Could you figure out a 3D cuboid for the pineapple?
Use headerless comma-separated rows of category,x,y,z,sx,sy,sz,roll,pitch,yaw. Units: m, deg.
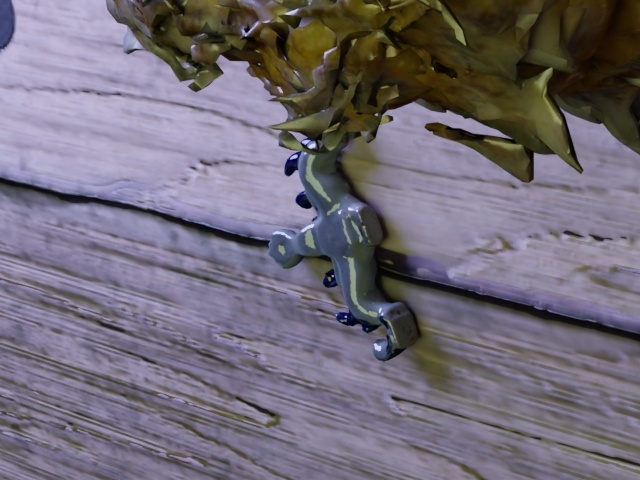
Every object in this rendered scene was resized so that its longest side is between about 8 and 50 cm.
pineapple,0.059,-0.182,0.704,0.352,0.300,0.352,23,123,40

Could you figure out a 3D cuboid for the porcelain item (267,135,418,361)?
porcelain item,0.000,0.000,1.002,0.075,0.021,0.136,-15,95,44
